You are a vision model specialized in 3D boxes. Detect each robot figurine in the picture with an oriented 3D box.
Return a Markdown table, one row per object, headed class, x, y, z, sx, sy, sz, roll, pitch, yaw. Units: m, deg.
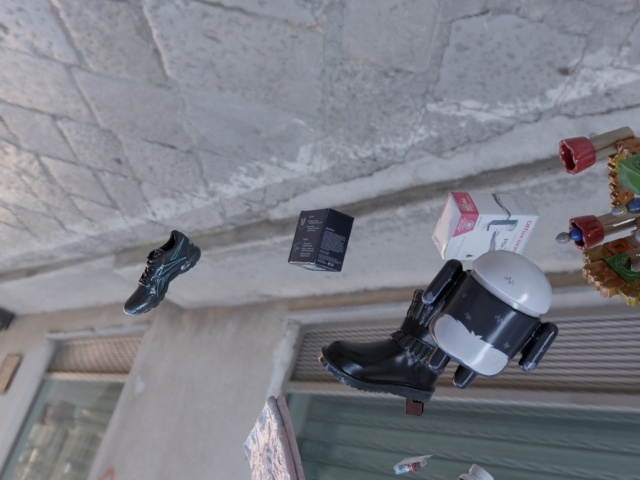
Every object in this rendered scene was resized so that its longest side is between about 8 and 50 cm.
| class | x | y | z | sx | sy | sz | roll | pitch | yaw |
| --- | --- | --- | --- | --- | --- | --- | --- | --- | --- |
| robot figurine | 0.323 | 0.150 | 1.334 | 0.209 | 0.278 | 0.173 | 24 | -164 | -25 |

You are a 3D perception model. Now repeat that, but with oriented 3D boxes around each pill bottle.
| class | x | y | z | sx | sy | sz | roll | pitch | yaw |
| --- | --- | --- | --- | --- | --- | --- | --- | --- | --- |
| pill bottle | 0.417 | 0.728 | 1.960 | 0.094 | 0.169 | 0.094 | 37 | 164 | 12 |

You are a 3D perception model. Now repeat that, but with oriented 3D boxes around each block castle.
| class | x | y | z | sx | sy | sz | roll | pitch | yaw |
| --- | --- | --- | --- | --- | --- | --- | --- | --- | --- |
| block castle | 0.667 | -0.031 | 1.464 | 0.213 | 0.453 | 0.303 | -19 | 118 | -1 |

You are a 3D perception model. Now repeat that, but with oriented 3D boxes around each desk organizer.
| class | x | y | z | sx | sy | sz | roll | pitch | yaw |
| --- | --- | --- | --- | --- | --- | --- | --- | --- | --- |
| desk organizer | 0.290 | 0.469 | 2.105 | 0.050 | 0.130 | 0.047 | 5 | -169 | 18 |

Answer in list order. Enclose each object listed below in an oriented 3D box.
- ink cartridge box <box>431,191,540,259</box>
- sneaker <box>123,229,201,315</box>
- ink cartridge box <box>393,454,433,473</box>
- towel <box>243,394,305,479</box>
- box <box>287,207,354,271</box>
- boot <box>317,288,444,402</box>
| class | x | y | z | sx | sy | sz | roll | pitch | yaw |
| --- | --- | --- | --- | --- | --- | --- | --- | --- | --- |
| ink cartridge box | 0.413 | -0.033 | 1.726 | 0.218 | 0.092 | 0.158 | 0 | 132 | -17 |
| sneaker | -0.445 | 0.085 | 1.858 | 0.101 | 0.267 | 0.106 | 13 | 145 | 44 |
| ink cartridge box | 0.281 | 0.666 | 2.047 | 0.063 | 0.029 | 0.115 | -11 | 170 | -46 |
| towel | -0.135 | 0.645 | 1.931 | 0.053 | 0.317 | 0.331 | 0 | 141 | -24 |
| box | 0.000 | 0.000 | 1.885 | 0.093 | 0.158 | 0.156 | 19 | 171 | -29 |
| boot | 0.187 | 0.234 | 1.672 | 0.348 | 0.260 | 0.131 | 17 | -162 | -26 |
